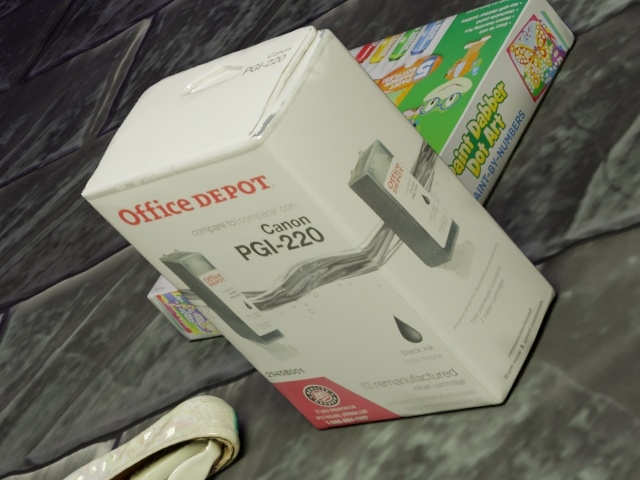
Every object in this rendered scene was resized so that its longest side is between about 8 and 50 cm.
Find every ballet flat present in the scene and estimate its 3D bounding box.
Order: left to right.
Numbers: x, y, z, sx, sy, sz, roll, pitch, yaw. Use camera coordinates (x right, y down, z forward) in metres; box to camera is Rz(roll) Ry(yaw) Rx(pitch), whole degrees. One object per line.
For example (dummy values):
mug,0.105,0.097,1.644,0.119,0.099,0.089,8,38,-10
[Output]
ballet flat,-0.121,0.157,1.126,0.168,0.057,0.052,-39,34,6

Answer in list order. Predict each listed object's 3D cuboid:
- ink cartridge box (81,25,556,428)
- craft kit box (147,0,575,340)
ink cartridge box,0.000,0.000,1.009,0.158,0.218,0.092,-14,36,46
craft kit box,0.026,-0.049,1.254,0.250,0.061,0.246,-14,39,46
